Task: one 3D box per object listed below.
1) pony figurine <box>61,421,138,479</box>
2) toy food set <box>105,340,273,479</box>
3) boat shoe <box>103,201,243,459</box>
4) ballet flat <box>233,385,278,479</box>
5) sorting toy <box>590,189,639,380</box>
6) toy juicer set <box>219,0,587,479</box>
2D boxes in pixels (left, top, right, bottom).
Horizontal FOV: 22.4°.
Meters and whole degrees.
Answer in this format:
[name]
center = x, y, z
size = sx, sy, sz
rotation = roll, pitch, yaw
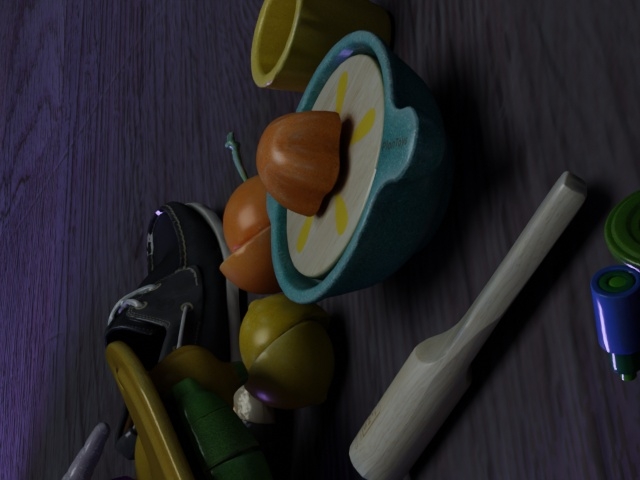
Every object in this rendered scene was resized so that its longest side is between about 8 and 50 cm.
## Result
[pony figurine]
center = -0.258, 0.302, 0.994
size = 0.303, 0.363, 0.351
rotation = -5, 88, 60
[toy food set]
center = -0.037, 0.141, 0.798
size = 0.128, 0.071, 0.218
rotation = 112, 136, -66
[boat shoe]
center = -0.095, 0.052, 1.015
size = 0.233, 0.079, 0.084
rotation = -100, 29, -48
[ballet flat]
center = -0.060, 0.157, 0.897
size = 0.057, 0.049, 0.173
rotation = -157, 81, -68
[sorting toy]
center = 0.122, 0.025, 0.535
size = 0.102, 0.061, 0.042
rotation = -95, -7, -54
[toy juicer set]
center = 0.000, 0.000, 0.788
size = 0.329, 0.089, 0.209
rotation = -124, 51, -62
